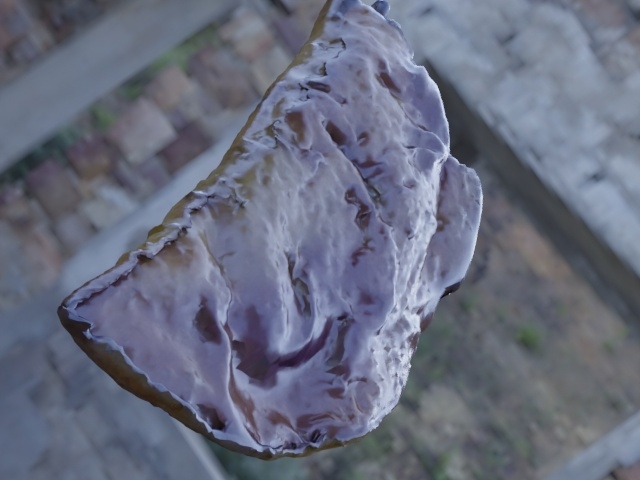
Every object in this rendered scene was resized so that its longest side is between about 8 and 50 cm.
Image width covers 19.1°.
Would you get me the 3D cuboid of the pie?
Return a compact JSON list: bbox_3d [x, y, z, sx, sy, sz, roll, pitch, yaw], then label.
[{"bbox_3d":[0.000,0.000,0.485,0.092,0.034,0.170,53,41,-19],"label":"pie"}]
